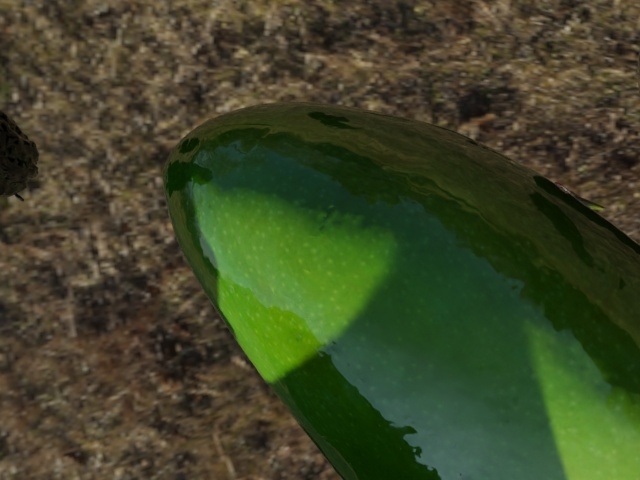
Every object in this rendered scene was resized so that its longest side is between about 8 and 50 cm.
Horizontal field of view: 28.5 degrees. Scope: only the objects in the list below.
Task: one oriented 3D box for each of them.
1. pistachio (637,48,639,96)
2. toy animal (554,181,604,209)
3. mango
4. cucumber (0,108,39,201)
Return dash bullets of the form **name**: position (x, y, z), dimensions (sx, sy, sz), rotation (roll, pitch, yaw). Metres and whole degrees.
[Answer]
- **pistachio**: position (0.343, -0.181, 1.017), dimensions (0.153, 0.138, 0.237), rotation (46, 123, 28)
- **toy animal**: position (0.367, -0.010, 1.801), dimensions (0.105, 0.070, 0.202), rotation (-9, 134, 21)
- **mango**: position (0.078, 0.062, 0.675), dimensions (0.382, 0.225, 0.201), rotation (37, 84, -5)
- **cucumber**: position (-0.254, -0.078, 0.730), dimensions (0.077, 0.265, 0.077), rotation (-13, 65, 30)
